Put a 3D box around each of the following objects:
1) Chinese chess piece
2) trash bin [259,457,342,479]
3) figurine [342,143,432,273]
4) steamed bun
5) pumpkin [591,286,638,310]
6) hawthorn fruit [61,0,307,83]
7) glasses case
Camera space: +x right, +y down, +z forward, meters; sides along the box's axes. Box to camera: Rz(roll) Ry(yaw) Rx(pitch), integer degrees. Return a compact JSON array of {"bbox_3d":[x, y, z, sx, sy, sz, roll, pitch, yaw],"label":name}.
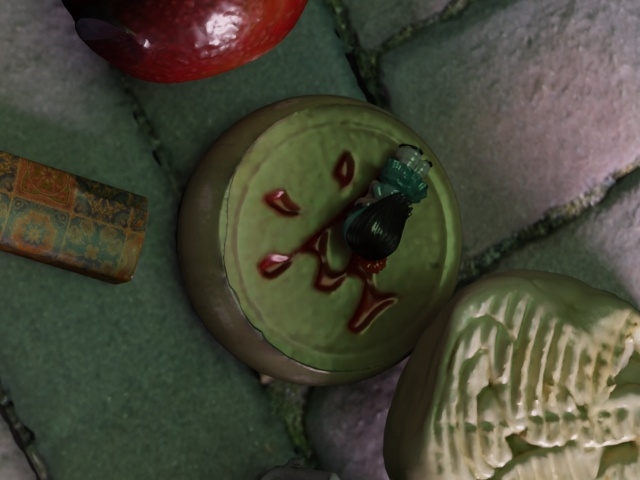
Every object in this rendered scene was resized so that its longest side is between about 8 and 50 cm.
[{"bbox_3d":[0.000,0.000,1.485,0.249,0.103,0.250,1,87,-26],"label":"Chinese chess piece"},{"bbox_3d":[0.033,0.385,1.401,0.296,0.256,0.368,-44,99,-14],"label":"trash bin"},{"bbox_3d":[0.057,-0.028,1.434,0.106,0.047,0.060,-58,146,-23],"label":"figurine"},{"bbox_3d":[0.194,0.173,1.457,0.289,0.203,0.276,17,87,-13],"label":"steamed bun"},{"bbox_3d":[0.255,0.149,1.606,0.217,0.110,0.217,-1,91,-21],"label":"pumpkin"},{"bbox_3d":[-0.083,-0.246,1.399,0.266,0.210,0.230,-11,106,-28],"label":"hawthorn fruit"},{"bbox_3d":[-0.247,-0.030,1.387,0.218,0.049,0.075,18,78,-25],"label":"glasses case"}]
